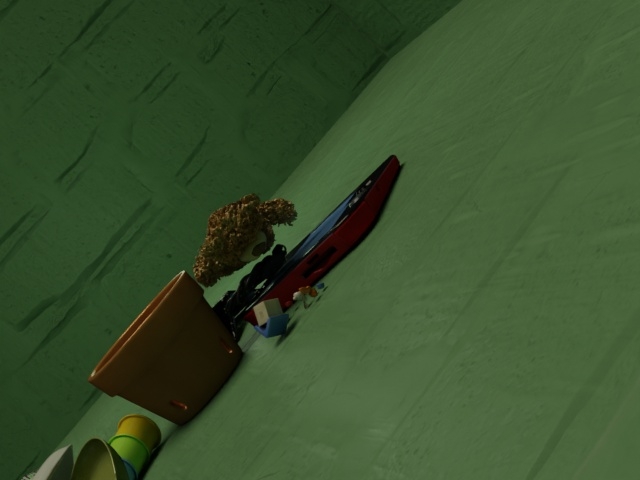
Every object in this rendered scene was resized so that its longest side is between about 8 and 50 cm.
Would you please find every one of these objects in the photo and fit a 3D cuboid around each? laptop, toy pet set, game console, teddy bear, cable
[{"bbox_3d":[-0.241,0.244,2.264,0.234,0.137,0.264,-46,34,19],"label":"laptop"},{"bbox_3d":[-0.058,0.135,1.753,0.114,0.065,0.122,-10,-15,-38],"label":"toy pet set"},{"bbox_3d":[0.000,0.000,1.997,0.386,0.060,0.342,-43,10,30],"label":"game console"},{"bbox_3d":[-0.159,0.009,1.972,0.245,0.113,0.338,-25,-9,-24],"label":"teddy bear"},{"bbox_3d":[-0.143,0.085,1.992,0.184,0.047,0.150,-50,6,-25],"label":"cable"}]

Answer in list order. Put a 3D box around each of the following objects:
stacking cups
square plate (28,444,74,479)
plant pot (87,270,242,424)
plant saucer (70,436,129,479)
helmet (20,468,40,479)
[{"bbox_3d":[-0.404,0.464,1.822,0.096,0.096,0.316,-43,11,30],"label":"stacking cups"},{"bbox_3d":[-0.525,0.560,1.623,0.344,0.049,0.347,-61,-11,-44],"label":"square plate"},{"bbox_3d":[-0.299,0.235,1.941,0.291,0.203,0.291,-46,9,9],"label":"plant pot"},{"bbox_3d":[-0.346,0.431,1.501,0.241,0.037,0.240,-24,62,55],"label":"plant saucer"},{"bbox_3d":[-0.546,0.535,1.921,0.169,0.162,0.169,-54,-7,-9],"label":"helmet"}]
